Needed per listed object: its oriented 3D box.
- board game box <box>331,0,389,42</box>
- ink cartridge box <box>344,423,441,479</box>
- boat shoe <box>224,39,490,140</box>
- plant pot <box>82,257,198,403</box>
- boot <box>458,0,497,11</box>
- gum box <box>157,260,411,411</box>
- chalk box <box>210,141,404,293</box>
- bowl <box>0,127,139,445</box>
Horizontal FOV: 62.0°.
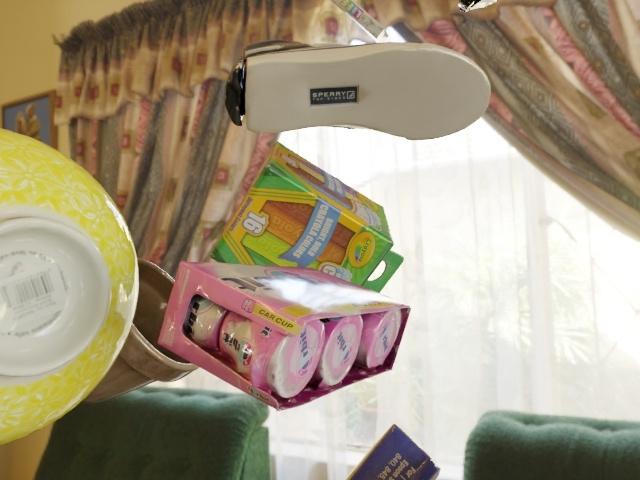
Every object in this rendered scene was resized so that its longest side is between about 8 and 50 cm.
[{"bbox_3d":[0.072,-0.469,1.097,0.026,0.154,0.103,-48,-1,17],"label":"board game box"},{"bbox_3d":[0.008,0.335,0.581,0.072,0.304,0.307,39,-9,22],"label":"ink cartridge box"},{"bbox_3d":[0.044,-0.220,0.720,0.340,0.127,0.158,0,33,-10],"label":"boat shoe"},{"bbox_3d":[-0.391,0.202,1.054,0.229,0.263,0.263,-37,-11,9],"label":"plant pot"},{"bbox_3d":[0.218,-0.481,0.871,0.094,0.207,0.246,-21,19,-16],"label":"boot"},{"bbox_3d":[-0.019,0.063,0.406,0.107,0.062,0.188,19,6,30],"label":"gum box"},{"bbox_3d":[0.000,0.000,0.877,0.288,0.180,0.179,30,19,-10],"label":"chalk box"},{"bbox_3d":[-0.260,0.041,0.435,0.156,0.290,0.289,0,-2,42],"label":"bowl"}]
